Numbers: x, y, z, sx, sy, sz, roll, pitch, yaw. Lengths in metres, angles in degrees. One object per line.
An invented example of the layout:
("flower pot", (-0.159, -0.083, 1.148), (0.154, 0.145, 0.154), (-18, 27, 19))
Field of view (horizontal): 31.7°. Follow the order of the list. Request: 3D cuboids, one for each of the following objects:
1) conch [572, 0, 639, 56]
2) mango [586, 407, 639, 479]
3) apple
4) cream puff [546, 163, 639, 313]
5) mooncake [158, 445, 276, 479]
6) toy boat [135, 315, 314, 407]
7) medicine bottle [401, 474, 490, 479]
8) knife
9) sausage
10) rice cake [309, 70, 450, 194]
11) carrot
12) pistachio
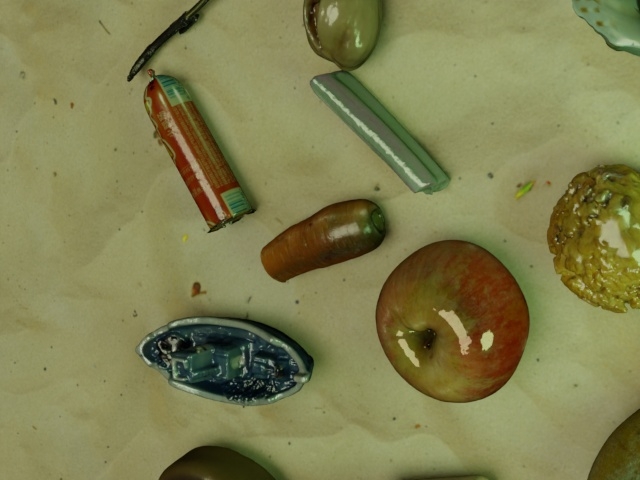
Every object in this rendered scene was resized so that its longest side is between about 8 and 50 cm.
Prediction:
("conch", (0.418, -0.308, 1.204), (0.303, 0.215, 0.319), (-2, 69, 24))
("mango", (0.439, 0.283, 1.371), (0.193, 0.146, 0.316), (28, 99, 20))
("apple", (0.172, 0.103, 1.462), (0.209, 0.164, 0.209), (15, 114, 37))
("cream puff", (0.359, -0.002, 1.352), (0.189, 0.129, 0.189), (7, 106, 24))
("mooncake", (-0.140, 0.434, 1.736), (0.235, 0.117, 0.235), (7, 105, 25))
("toy boat", (-0.145, 0.179, 1.666), (0.309, 0.142, 0.129), (6, 102, 29))
("medicine bottle", (0.124, 0.393, 1.581), (0.252, 0.114, 0.114), (-11, 96, 30))
("knife", (-0.211, -0.312, 1.655), (0.021, 0.045, 0.222), (37, 120, -26))
("sausage", (-0.189, -0.140, 1.658), (0.083, 0.083, 0.264), (-32, 83, 31))
("rice cake", (0.080, -0.145, 1.502), (0.222, 0.080, 0.042), (47, 116, 11))
("carrot", (0.000, 0.000, 1.577), (0.193, 0.087, 0.087), (-21, 91, 30))
("pistachio", (0.033, -0.300, 1.482), (0.113, 0.113, 0.149), (18, 104, 25))
